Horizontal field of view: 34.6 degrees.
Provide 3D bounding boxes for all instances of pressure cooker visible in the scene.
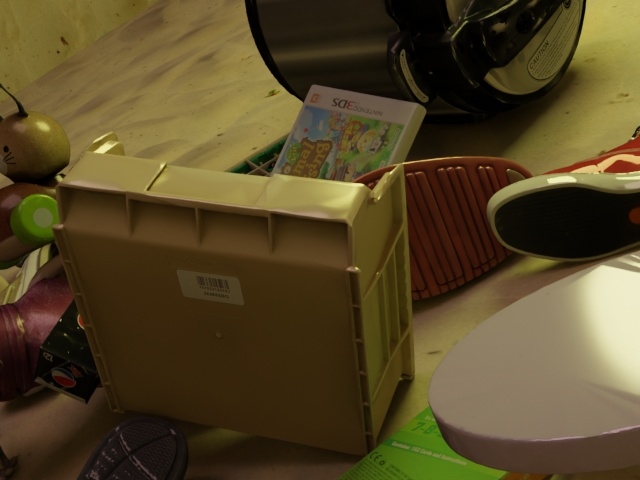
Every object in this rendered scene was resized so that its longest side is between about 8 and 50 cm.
[{"bbox_3d":[0.151,-0.340,1.348,0.420,0.370,0.375,3,4,44],"label":"pressure cooker"}]

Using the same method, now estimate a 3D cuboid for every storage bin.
[{"bbox_3d":[-0.066,0.042,0.875,0.262,0.260,0.123,8,41,18],"label":"storage bin"}]

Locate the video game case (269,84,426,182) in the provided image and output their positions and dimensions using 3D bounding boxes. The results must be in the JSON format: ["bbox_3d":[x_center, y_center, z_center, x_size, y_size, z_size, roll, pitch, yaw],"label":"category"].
[{"bbox_3d":[0.014,-0.082,1.251,0.193,0.023,0.212,19,83,47],"label":"video game case"}]

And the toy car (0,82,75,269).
[{"bbox_3d":[-0.326,-0.084,1.115,0.149,0.188,0.155,-30,5,-35],"label":"toy car"}]

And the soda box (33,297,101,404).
[{"bbox_3d":[-0.210,0.073,0.992,0.169,0.060,0.053,-65,0,-48],"label":"soda box"}]

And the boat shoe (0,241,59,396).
[{"bbox_3d":[-0.384,0.096,1.346,0.103,0.113,0.302,-20,25,1],"label":"boat shoe"}]

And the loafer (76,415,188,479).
[{"bbox_3d":[-0.200,0.285,0.849,0.109,0.095,0.302,21,48,16],"label":"loafer"}]

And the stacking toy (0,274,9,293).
[{"bbox_3d":[-0.565,0.104,1.508,0.141,0.141,0.330,-41,22,-30],"label":"stacking toy"}]

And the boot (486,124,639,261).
[{"bbox_3d":[0.291,-0.065,1.035,0.244,0.088,0.176,-10,28,16],"label":"boot"}]

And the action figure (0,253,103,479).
[{"bbox_3d":[-0.320,0.103,1.048,0.370,0.276,0.248,-7,-12,-29],"label":"action figure"}]

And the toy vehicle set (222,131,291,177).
[{"bbox_3d":[-0.113,-0.067,1.490,0.267,0.035,0.166,-32,25,-12],"label":"toy vehicle set"}]

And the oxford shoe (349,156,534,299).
[{"bbox_3d":[0.036,0.003,1.095,0.397,0.140,0.146,-16,4,0],"label":"oxford shoe"}]

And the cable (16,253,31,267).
[{"bbox_3d":[-0.346,-0.023,1.534,0.287,0.072,0.139,-35,-11,10],"label":"cable"}]

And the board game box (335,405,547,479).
[{"bbox_3d":[0.137,0.151,0.815,0.259,0.039,0.124,-38,26,-16],"label":"board game box"}]

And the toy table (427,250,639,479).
[{"bbox_3d":[0.225,0.115,0.650,0.274,0.161,0.252,-16,26,21],"label":"toy table"}]
